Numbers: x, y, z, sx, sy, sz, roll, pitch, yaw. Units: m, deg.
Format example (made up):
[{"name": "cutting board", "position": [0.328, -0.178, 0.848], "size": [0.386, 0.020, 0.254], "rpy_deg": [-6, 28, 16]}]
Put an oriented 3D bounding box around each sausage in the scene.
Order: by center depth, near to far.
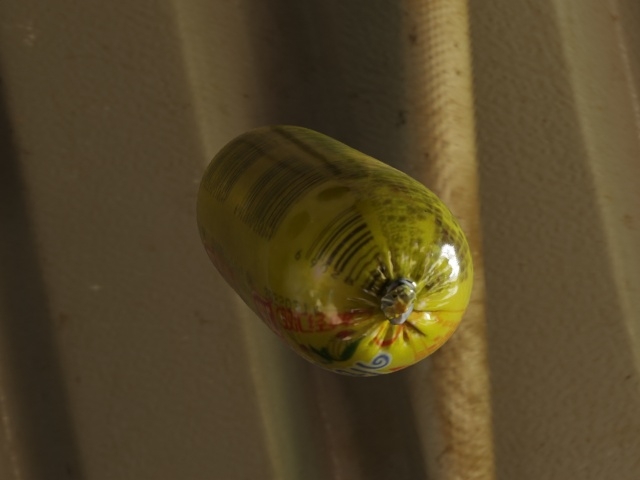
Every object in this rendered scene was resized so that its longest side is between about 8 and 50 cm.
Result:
[{"name": "sausage", "position": [0.000, 0.000, 0.897], "size": [0.123, 0.347, 0.123], "rpy_deg": [-4, -77, -15]}]
